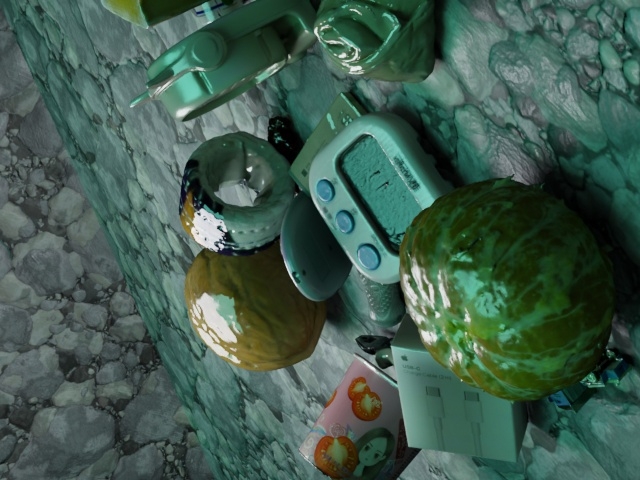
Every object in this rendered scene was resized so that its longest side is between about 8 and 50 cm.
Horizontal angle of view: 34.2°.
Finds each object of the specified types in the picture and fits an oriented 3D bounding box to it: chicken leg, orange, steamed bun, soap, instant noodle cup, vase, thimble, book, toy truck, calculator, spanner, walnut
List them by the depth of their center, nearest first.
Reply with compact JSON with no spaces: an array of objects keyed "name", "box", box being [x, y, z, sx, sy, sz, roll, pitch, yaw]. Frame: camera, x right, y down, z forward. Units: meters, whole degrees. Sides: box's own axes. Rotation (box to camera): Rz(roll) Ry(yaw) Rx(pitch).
[{"name":"orange","box":[0.266,0.068,1.476,0.329,0.249,0.329,44,157,25]},{"name":"steamed bun","box":[0.062,-0.329,1.520,0.211,0.144,0.218,45,152,28]},{"name":"toy truck","box":[0.413,0.215,1.598,0.081,0.067,0.175,55,153,-7]},{"name":"soap","box":[-0.225,-0.461,1.756,0.173,0.274,0.089,34,145,43]},{"name":"book","box":[0.078,-0.089,1.820,0.283,0.025,0.215,49,128,16]},{"name":"calculator","box":[0.000,0.000,1.925,0.041,0.299,0.186,-20,107,26]},{"name":"vase","box":[0.109,0.065,1.968,0.096,0.096,0.219,34,149,43]},{"name":"thimble","box":[-0.161,-0.095,2.034,0.237,0.237,0.150,49,150,21]},{"name":"spanner","box":[0.163,0.222,2.039,0.324,0.095,0.040,9,126,59]},{"name":"chicken leg","box":[-0.071,-0.162,2.093,0.089,0.048,0.219,42,151,39]},{"name":"instant noodle cup","box":[0.097,0.386,2.099,0.243,0.231,0.243,37,175,3]},{"name":"walnut","box":[-0.134,0.135,2.288,0.333,0.332,0.333,43,152,30]}]

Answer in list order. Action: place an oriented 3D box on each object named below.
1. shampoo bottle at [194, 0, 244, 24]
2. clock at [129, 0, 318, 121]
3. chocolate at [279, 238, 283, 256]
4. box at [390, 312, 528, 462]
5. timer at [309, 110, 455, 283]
[{"name":"shampoo bottle","box":[-0.236,-0.551,1.898,0.092,0.092,0.303,13,130,58]},{"name":"clock","box":[-0.169,-0.300,1.779,0.109,0.324,0.265,61,157,-5]},{"name":"chocolate","box":[-0.032,-0.016,2.125,0.148,0.125,0.080,169,87,-69]},{"name":"box","box":[0.245,0.254,1.808,0.203,0.106,0.252,5,126,23]},{"name":"timer","box":[0.109,-0.070,1.728,0.237,0.087,0.262,-40,80,41]}]
